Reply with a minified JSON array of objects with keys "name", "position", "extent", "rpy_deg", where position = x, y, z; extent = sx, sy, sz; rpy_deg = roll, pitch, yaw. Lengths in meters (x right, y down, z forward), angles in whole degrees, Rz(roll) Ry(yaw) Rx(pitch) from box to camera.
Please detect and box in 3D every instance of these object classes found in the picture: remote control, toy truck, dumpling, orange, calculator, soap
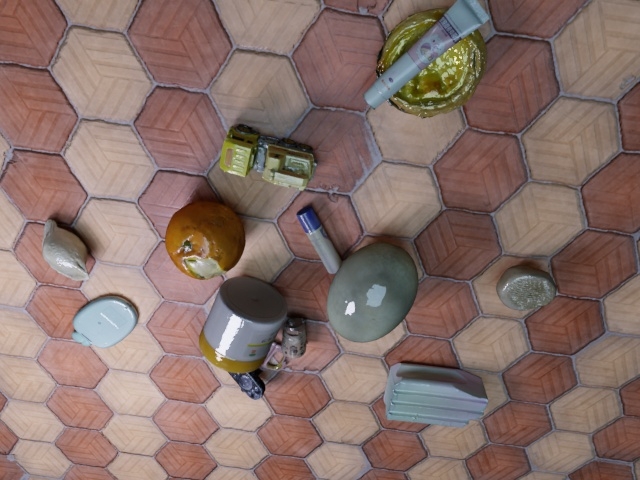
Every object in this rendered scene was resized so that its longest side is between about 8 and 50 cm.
[{"name":"remote control","position":[-0.302,0.478,1.710],"extent":[0.090,0.066,0.265],"rpy_deg":[-38,94,22]},{"name":"toy truck","position":[-0.147,-0.222,1.291],"extent":[0.273,0.157,0.124],"rpy_deg":[16,118,-5]},{"name":"dumpling","position":[-0.844,0.051,1.502],"extent":[0.216,0.126,0.166],"rpy_deg":[37,130,-18]},{"name":"orange","position":[-0.347,-0.003,1.382],"extent":[0.240,0.240,0.239],"rpy_deg":[1,118,3]},{"name":"calculator","position":[-0.797,0.307,1.672],"extent":[0.295,0.042,0.184],"rpy_deg":[-34,111,18]},{"name":"soap","position":[0.425,0.575,1.696],"extent":[0.348,0.115,0.208],"rpy_deg":[6,119,0]}]

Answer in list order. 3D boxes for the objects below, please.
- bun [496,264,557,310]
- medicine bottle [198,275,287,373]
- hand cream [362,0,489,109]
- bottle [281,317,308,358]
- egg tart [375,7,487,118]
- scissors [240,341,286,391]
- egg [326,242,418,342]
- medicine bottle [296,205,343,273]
[{"name":"bun","position":[0.653,0.142,1.458],"extent":[0.173,0.113,0.166],"rpy_deg":[29,123,-13]},{"name":"medicine bottle","position":[-0.254,0.276,1.513],"extent":[0.238,0.237,0.231],"rpy_deg":[23,116,-9]},{"name":"hand cream","position":[0.244,-0.449,1.113],"extent":[0.331,0.058,0.085],"rpy_deg":[-37,80,25]},{"name":"bottle","position":[-0.089,0.333,1.613],"extent":[0.099,0.098,0.152],"rpy_deg":[6,119,1]},{"name":"egg tart","position":[0.283,-0.454,1.183],"extent":[0.279,0.095,0.278],"rpy_deg":[4,121,7]},{"name":"scissors","position":[-0.232,0.483,1.742],"extent":[0.160,0.024,0.317],"rpy_deg":[28,119,-13]},{"name":"egg","position":[0.158,0.163,1.416],"extent":[0.259,0.258,0.352],"rpy_deg":[25,114,-10]},{"name":"medicine bottle","position":[0.000,0.000,1.453],"extent":[0.059,0.059,0.230],"rpy_deg":[-23,114,14]}]
